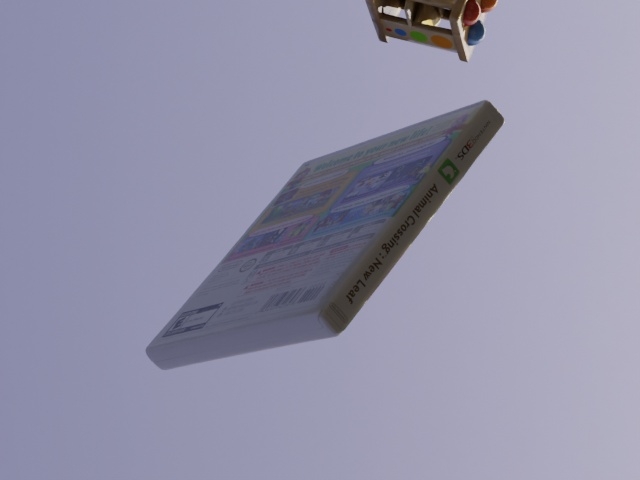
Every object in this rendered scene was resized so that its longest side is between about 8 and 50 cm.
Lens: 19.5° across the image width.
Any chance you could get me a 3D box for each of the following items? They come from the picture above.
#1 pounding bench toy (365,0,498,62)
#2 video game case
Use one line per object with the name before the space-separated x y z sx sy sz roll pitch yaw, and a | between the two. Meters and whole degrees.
pounding bench toy | 0.074 -0.157 1.100 0.052 0.065 0.083 64 -135 -64
video game case | 0.000 0.000 1.188 0.023 0.212 0.193 49 -121 -16
